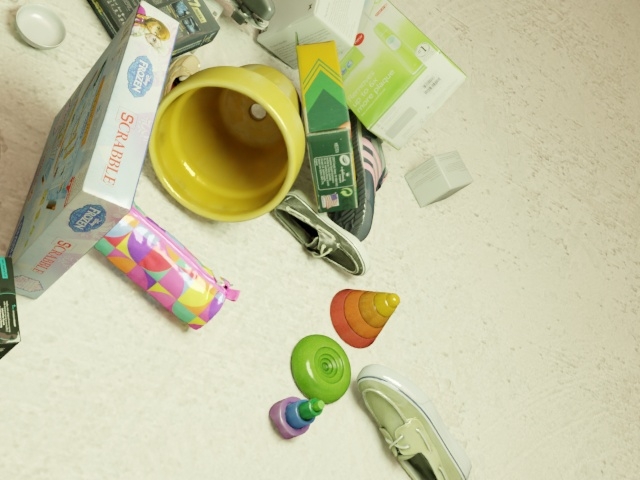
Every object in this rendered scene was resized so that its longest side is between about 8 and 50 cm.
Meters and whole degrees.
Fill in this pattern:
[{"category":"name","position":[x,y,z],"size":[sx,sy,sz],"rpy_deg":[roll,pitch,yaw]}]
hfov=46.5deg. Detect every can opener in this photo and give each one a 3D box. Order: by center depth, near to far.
[{"category":"can opener","position":[-0.204,-0.526,1.493],"size":[0.280,0.093,0.074],"rpy_deg":[40,30,1]}]

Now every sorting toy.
[{"category":"sorting toy","position":[0.045,0.195,1.313],"size":[0.127,0.126,0.365],"rpy_deg":[49,44,-9]}]

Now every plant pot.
[{"category":"plant pot","position":[-0.137,-0.194,1.300],"size":[0.254,0.254,0.239],"rpy_deg":[45,30,-12]}]

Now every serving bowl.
[{"category":"serving bowl","position":[-0.466,-0.350,1.236],"size":[0.083,0.027,0.083],"rpy_deg":[20,55,-31]}]

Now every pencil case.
[{"category":"pencil case","position":[-0.244,0.037,1.168],"size":[0.236,0.104,0.104],"rpy_deg":[40,47,-16]}]

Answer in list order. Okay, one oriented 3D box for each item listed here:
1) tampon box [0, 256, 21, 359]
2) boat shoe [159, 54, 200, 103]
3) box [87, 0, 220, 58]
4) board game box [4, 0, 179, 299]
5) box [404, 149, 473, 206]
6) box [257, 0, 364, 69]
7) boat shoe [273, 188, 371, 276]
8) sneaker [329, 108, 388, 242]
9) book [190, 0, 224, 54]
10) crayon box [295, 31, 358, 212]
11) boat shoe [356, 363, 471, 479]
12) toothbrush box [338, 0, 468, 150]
[{"category":"tampon box","position":[-0.477,0.090,0.932],"size":[0.161,0.101,0.120],"rpy_deg":[3,65,-39]},{"category":"boat shoe","position":[-0.251,-0.279,1.352],"size":[0.063,0.059,0.170],"rpy_deg":[52,44,-37]},{"category":"box","position":[-0.321,-0.444,1.364],"size":[0.183,0.059,0.232],"rpy_deg":[-33,91,-30]},{"category":"board game box","position":[-0.322,-0.116,1.027],"size":[0.066,0.318,0.318],"rpy_deg":[26,53,-29]},{"category":"box","position":[0.272,-0.142,1.711],"size":[0.101,0.102,0.087],"rpy_deg":[-19,78,-46]},{"category":"box","position":[-0.015,-0.482,1.560],"size":[0.119,0.181,0.181],"rpy_deg":[31,64,-38]},{"category":"boat shoe","position":[0.000,0.000,1.421],"size":[0.219,0.078,0.070],"rpy_deg":[42,45,-5]},{"category":"sneaker","position":[0.094,-0.122,1.539],"size":[0.131,0.112,0.318],"rpy_deg":[25,54,-36]},{"category":"book","position":[-0.257,-0.445,1.469],"size":[0.096,0.035,0.144],"rpy_deg":[35,48,-17]},{"category":"crayon box","position":[0.010,-0.236,1.424],"size":[0.081,0.202,0.318],"rpy_deg":[-8,49,1]},{"category":"boat shoe","position":[0.167,0.353,1.347],"size":[0.302,0.109,0.094],"rpy_deg":[49,47,-13]},{"category":"toothbrush box","position":[0.134,-0.361,1.552],"size":[0.122,0.206,0.283],"rpy_deg":[26,25,-46]}]
